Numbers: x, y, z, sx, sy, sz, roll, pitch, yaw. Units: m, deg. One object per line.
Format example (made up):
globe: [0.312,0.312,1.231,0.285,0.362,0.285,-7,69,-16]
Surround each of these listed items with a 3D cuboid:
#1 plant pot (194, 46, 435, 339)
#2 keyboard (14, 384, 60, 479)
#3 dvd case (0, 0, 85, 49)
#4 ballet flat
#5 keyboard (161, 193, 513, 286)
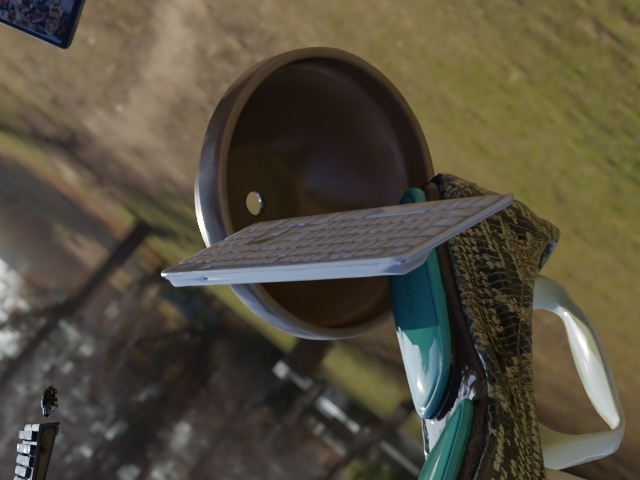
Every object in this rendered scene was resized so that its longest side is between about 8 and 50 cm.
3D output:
plant pot: [-0.022,-0.034,1.435,0.109,0.237,0.237,-8,136,48]
keyboard: [-0.240,0.174,1.464,0.023,0.108,0.180,14,171,-12]
dvd case: [-0.279,-0.300,1.576,0.180,0.022,0.253,23,134,-5]
ballet flat: [0.136,0.142,1.264,0.182,0.483,0.164,13,135,-7]
keyboard: [0.000,0.000,0.910,0.256,0.072,0.014,-5,116,60]
